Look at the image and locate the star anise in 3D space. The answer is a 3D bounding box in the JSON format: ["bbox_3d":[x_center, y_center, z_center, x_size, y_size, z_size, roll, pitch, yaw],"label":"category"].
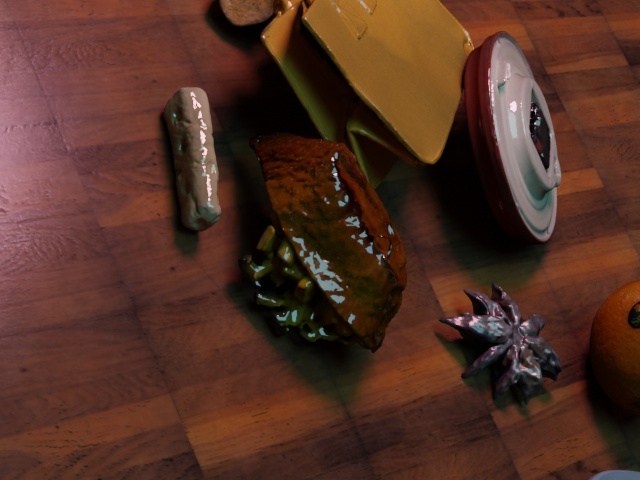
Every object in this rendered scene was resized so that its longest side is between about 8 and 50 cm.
[{"bbox_3d":[0.261,0.135,2.092,0.204,0.061,0.181,42,44,-12],"label":"star anise"}]

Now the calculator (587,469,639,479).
[{"bbox_3d":[0.443,0.412,2.088,0.302,0.042,0.188,9,60,-38],"label":"calculator"}]

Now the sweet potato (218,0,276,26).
[{"bbox_3d":[-0.055,-0.370,2.118,0.097,0.097,0.251,52,40,-2],"label":"sweet potato"}]

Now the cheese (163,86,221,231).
[{"bbox_3d":[-0.157,-0.104,1.874,0.043,0.065,0.194,17,52,-42],"label":"cheese"}]

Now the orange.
[{"bbox_3d":[0.485,0.155,2.185,0.206,0.206,0.206,22,51,-30],"label":"orange"}]

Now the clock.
[{"bbox_3d":[0.295,-0.150,2.200,0.318,0.080,0.318,-13,90,-68],"label":"clock"}]

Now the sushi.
[{"bbox_3d":[0.001,0.003,1.893,0.296,0.179,0.167,62,17,-13],"label":"sushi"}]

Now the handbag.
[{"bbox_3d":[0.065,-0.265,2.062,0.283,0.133,0.401,55,30,-18],"label":"handbag"}]
